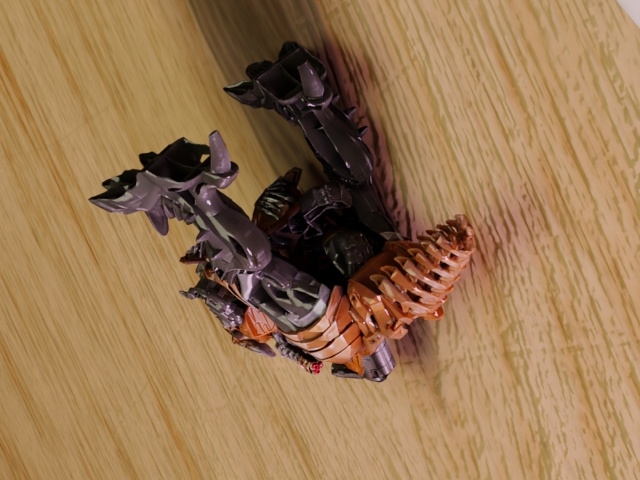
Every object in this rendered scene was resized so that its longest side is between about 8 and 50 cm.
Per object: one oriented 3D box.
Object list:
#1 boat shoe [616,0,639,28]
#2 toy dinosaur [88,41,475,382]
[{"bbox_3d":[0.143,-0.166,0.600,0.227,0.079,0.081,63,155,9],"label":"boat shoe"},{"bbox_3d":[0.000,0.000,0.940,0.322,0.164,0.218,-21,109,43],"label":"toy dinosaur"}]
